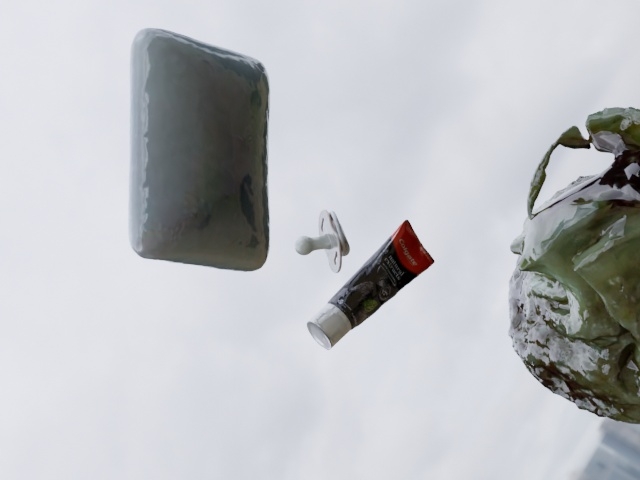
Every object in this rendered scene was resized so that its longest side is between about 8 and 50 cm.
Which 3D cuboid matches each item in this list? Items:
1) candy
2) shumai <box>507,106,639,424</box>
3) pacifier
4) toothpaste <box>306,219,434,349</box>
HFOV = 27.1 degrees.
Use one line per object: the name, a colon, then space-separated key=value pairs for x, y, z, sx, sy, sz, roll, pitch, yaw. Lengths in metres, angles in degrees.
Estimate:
candy: x=-0.092 y=-0.066 z=1.015 sx=0.138 sy=0.071 sz=0.174 roll=9 pitch=-103 yaw=-50
shumai: x=0.383 y=0.031 z=1.759 sx=0.395 sy=0.395 sz=0.348 roll=-58 pitch=-39 yaw=-6
pacifier: x=0.000 y=0.000 z=1.918 sx=0.078 sy=0.099 sz=0.081 roll=-9 pitch=-39 yaw=-14
toothpaste: x=0.063 y=0.056 z=1.667 sx=0.193 sy=0.071 sz=0.045 roll=-40 pitch=18 yaw=-23
